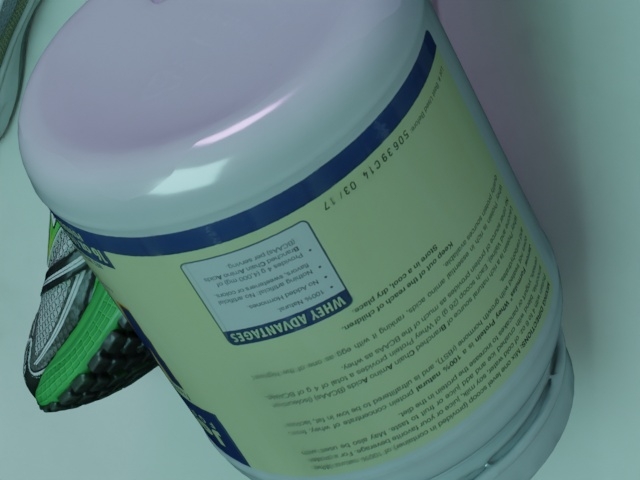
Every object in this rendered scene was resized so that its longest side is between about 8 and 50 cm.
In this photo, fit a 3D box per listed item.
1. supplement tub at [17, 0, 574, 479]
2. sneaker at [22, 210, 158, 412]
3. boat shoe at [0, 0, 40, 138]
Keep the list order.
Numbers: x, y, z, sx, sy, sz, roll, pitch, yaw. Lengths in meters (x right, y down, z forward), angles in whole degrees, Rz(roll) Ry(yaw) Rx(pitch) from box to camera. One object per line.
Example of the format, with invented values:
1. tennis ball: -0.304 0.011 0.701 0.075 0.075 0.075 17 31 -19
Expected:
1. supplement tub: 0.000 0.000 1.112 0.235 0.235 0.325 0 136 34
2. sneaker: -0.130 -0.028 1.320 0.146 0.134 0.343 37 120 21
3. boat shoe: -0.257 -0.179 1.327 0.118 0.103 0.320 33 127 16
